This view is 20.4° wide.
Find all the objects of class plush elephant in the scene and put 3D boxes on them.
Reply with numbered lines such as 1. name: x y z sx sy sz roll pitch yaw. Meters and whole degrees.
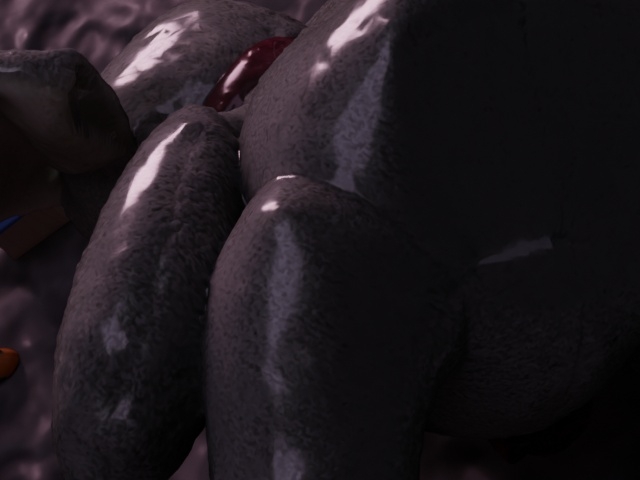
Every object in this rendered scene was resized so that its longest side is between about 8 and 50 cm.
1. plush elephant: 0.000 0.000 0.617 0.272 0.255 0.330 -15 89 -28

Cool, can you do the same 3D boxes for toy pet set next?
1. toy pet set: -0.169 0.000 0.787 0.114 0.065 0.122 -36 55 3
